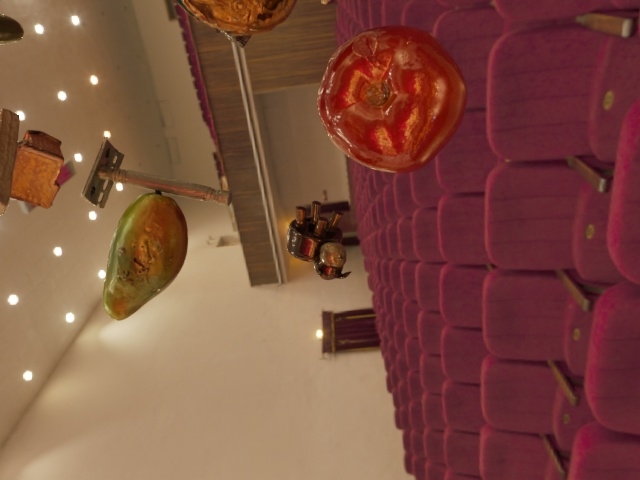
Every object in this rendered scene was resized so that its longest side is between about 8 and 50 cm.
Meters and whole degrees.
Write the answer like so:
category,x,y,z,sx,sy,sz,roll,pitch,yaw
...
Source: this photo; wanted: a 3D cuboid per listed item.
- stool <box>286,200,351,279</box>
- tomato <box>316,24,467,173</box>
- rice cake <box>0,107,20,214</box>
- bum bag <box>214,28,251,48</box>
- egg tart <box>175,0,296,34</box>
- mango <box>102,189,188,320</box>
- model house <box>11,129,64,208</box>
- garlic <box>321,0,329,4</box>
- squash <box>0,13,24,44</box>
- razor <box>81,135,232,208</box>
category,x,y,z,sx,sy,sz,roll,pitch,yaw
stool,0.000,0.000,1.138,0.217,0.125,0.121,52,135,49
tomato,0.147,-0.275,1.039,0.226,0.298,0.299,-19,-77,-70
rice cake,-0.679,-0.174,1.089,0.057,0.052,0.256,127,138,-53
bum bag,-0.209,-0.550,1.285,0.069,0.102,0.248,-67,23,-1
egg tart,-0.153,-0.514,0.916,0.107,0.290,0.291,-8,87,64
mango,-0.289,0.033,0.834,0.125,0.111,0.233,44,112,50
model house,-0.857,-0.226,1.507,0.166,0.183,0.172,21,-160,-41
garlic,0.056,-0.713,1.305,0.226,0.199,0.199,-50,34,46
squash,-0.849,-0.527,1.278,0.292,0.082,0.082,-76,-19,-62
razor,-0.257,-0.088,0.827,0.068,0.231,0.106,86,-162,-74
